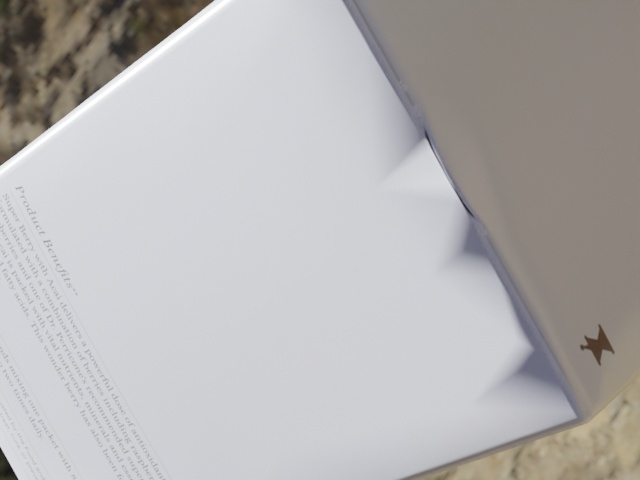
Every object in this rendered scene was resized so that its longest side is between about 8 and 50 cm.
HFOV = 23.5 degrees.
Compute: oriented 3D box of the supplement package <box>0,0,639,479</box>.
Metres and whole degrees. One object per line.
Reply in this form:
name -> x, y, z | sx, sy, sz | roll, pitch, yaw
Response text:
supplement package -> 0.000, 0.000, 0.617 | 0.293, 0.177, 0.175 | -28, 1, 44
